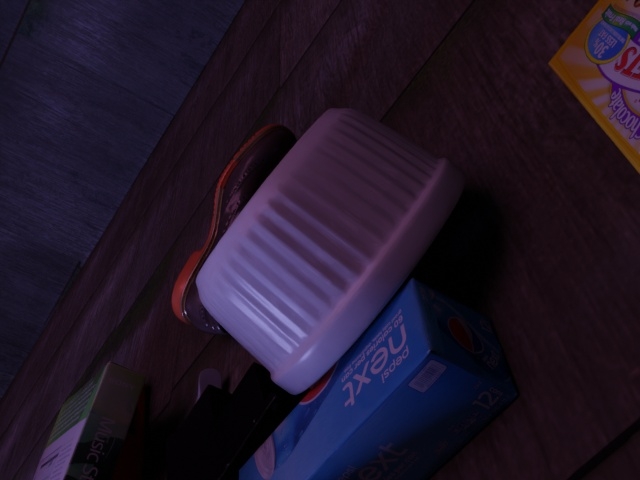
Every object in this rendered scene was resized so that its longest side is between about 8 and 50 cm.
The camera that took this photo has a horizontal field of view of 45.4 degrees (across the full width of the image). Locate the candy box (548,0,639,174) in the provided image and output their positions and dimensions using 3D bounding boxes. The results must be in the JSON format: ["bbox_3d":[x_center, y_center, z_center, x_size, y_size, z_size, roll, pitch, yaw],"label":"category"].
[{"bbox_3d":[0.199,-0.099,0.428,0.105,0.027,0.205,-55,21,26],"label":"candy box"}]

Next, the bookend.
[{"bbox_3d":[-0.061,0.167,0.644,0.156,0.072,0.157,-57,20,10],"label":"bookend"}]

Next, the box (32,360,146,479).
[{"bbox_3d":[-0.316,0.326,0.916,0.232,0.059,0.321,-37,34,52],"label":"box"}]

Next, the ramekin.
[{"bbox_3d":[0.000,0.000,0.566,0.207,0.109,0.207,-52,1,1],"label":"ramekin"}]

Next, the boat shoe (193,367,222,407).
[{"bbox_3d":[-0.123,0.187,0.833,0.100,0.035,0.035,-98,14,-52],"label":"boat shoe"}]

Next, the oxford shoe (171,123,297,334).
[{"bbox_3d":[-0.079,-0.011,0.923,0.098,0.097,0.271,17,84,49],"label":"oxford shoe"}]

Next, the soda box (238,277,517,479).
[{"bbox_3d":[0.026,0.128,0.495,0.210,0.067,0.071,-51,23,26],"label":"soda box"}]

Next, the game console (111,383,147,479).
[{"bbox_3d":[-0.336,0.392,1.037,0.342,0.060,0.386,-57,20,13],"label":"game console"}]
